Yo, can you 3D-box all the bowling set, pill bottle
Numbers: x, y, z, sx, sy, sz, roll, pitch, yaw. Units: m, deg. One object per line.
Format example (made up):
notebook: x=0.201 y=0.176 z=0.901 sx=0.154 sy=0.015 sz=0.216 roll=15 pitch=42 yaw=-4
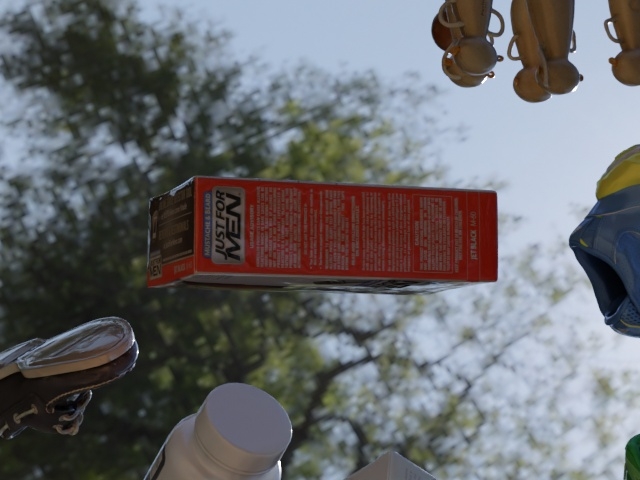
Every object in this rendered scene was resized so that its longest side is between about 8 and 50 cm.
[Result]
bowling set: x=0.208 y=-0.206 z=1.770 sx=0.200 sy=0.287 sz=0.154 roll=-30 pitch=-122 yaw=57
pill bottle: x=-0.096 y=0.214 z=1.444 sx=0.108 sy=0.108 sz=0.180 roll=48 pitch=-50 yaw=23

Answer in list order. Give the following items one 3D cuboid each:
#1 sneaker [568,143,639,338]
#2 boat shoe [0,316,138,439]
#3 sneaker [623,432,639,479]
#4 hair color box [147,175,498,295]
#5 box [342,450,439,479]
sneaker: x=0.274 y=0.049 z=1.183 sx=0.240 sy=0.126 sz=0.091 roll=45 pitch=-14 yaw=4
boat shoe: x=-0.183 y=0.103 z=1.160 sx=0.206 sy=0.075 sz=0.065 roll=-15 pitch=-75 yaw=50
sneaker: x=0.402 y=0.239 z=1.560 sx=0.295 sy=0.109 sz=0.124 roll=-2 pitch=-71 yaw=46
hair color box: x=0.000 y=0.000 z=0.872 sx=0.093 sy=0.167 sz=0.053 roll=163 pitch=-71 yaw=-69
box: x=0.123 y=0.412 z=1.782 sx=0.345 sy=0.168 sz=0.215 roll=36 pitch=-52 yaw=-25
